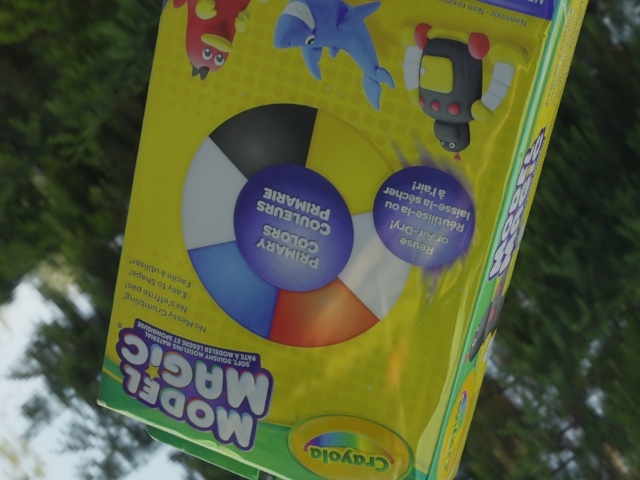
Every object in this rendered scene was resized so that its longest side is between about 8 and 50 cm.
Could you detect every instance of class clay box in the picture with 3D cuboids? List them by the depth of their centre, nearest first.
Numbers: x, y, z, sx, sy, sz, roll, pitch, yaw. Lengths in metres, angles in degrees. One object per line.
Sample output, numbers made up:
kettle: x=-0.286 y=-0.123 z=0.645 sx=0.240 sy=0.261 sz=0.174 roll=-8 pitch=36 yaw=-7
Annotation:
clay box: x=0.000 y=0.000 z=0.466 sx=0.053 sy=0.128 sz=0.222 roll=-34 pitch=140 yaw=-63
